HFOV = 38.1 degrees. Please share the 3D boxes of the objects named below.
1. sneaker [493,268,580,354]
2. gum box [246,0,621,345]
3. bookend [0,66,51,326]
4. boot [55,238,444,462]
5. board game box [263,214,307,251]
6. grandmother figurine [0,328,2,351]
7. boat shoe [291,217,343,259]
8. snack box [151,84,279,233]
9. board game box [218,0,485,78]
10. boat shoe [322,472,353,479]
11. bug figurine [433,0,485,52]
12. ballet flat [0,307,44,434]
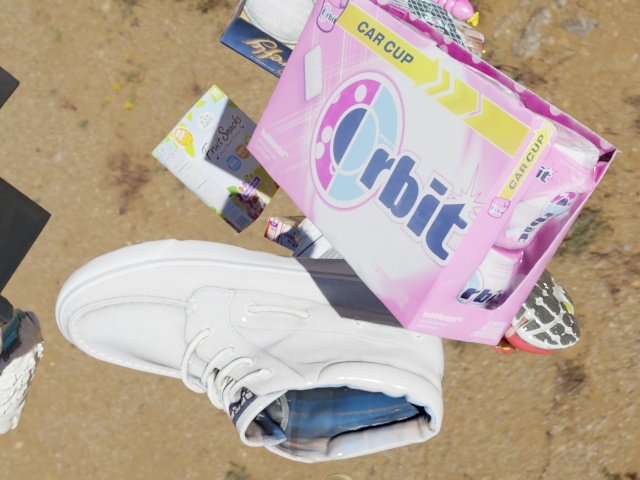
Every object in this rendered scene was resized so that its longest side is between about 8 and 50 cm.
[{"bbox_3d":[0.282,0.117,1.275,0.118,0.279,0.107,-45,82,18],"label":"sneaker"},{"bbox_3d":[0.046,-0.043,0.457,0.188,0.062,0.107,49,118,46],"label":"gum box"},{"bbox_3d":[-0.239,-0.046,0.598,0.072,0.156,0.157,-22,37,49],"label":"bookend"},{"bbox_3d":[-0.050,0.070,0.577,0.258,0.123,0.095,-1,124,4],"label":"boot"},{"bbox_3d":[0.010,-0.005,1.785,0.146,0.193,0.045,26,108,33],"label":"board game box"},{"bbox_3d":[-0.392,0.138,0.812,0.342,0.207,0.104,-33,82,30],"label":"grandmother figurine"},{"bbox_3d":[0.000,0.000,1.358,0.075,0.226,0.083,33,142,22],"label":"boat shoe"},{"bbox_3d":[-0.165,-0.144,1.624,0.207,0.174,0.070,42,135,-12],"label":"snack box"},{"bbox_3d":[0.040,-0.190,0.873,0.042,0.243,0.165,-36,31,51],"label":"board game box"},{"bbox_3d":[0.006,0.324,1.101,0.050,0.045,0.135,31,114,12],"label":"boat shoe"},{"bbox_3d":[0.171,-0.353,1.527,0.216,0.072,0.279,28,142,35],"label":"bug figurine"},{"bbox_3d":[-0.470,0.208,1.215,0.408,0.147,0.147,-26,76,30],"label":"ballet flat"}]
